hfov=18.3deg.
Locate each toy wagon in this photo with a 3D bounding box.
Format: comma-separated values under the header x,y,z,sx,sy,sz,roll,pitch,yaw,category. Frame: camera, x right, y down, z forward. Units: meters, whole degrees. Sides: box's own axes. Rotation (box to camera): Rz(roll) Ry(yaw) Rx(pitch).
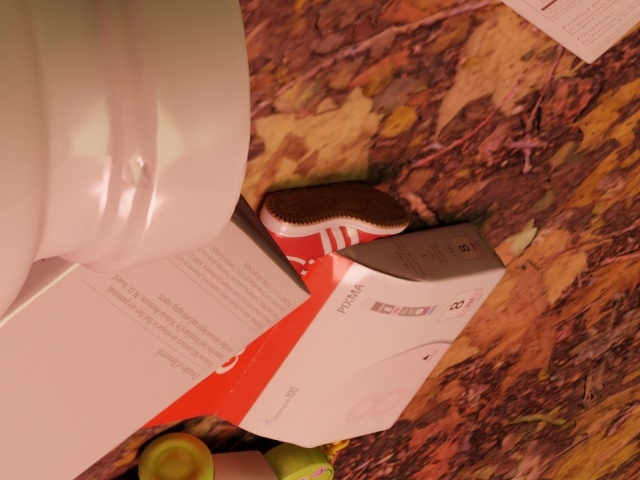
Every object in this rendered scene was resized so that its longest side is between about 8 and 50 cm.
x,y,z,sx,sy,sz,roll,pitch,yaw,category
-0.115,0.241,1.533,0.344,0.068,0.267,-29,153,-15,toy wagon

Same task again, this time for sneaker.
x,y,z,sx,sy,sz,roll,pitch,yaw,category
0.000,0.000,1.300,0.118,0.042,0.067,-2,135,-38,sneaker

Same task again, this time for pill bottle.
x,y,z,sx,sy,sz,roll,pitch,yaw,category
-0.224,-0.047,0.708,0.363,0.210,0.210,-12,146,-26,pill bottle

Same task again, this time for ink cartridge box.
x,y,z,sx,sy,sz,roll,pitch,yaw,category
0.002,0.079,1.424,0.232,0.066,0.189,-14,147,-46,ink cartridge box

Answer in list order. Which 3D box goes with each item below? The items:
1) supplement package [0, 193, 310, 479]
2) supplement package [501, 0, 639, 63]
x,y,z,sx,sy,sz,roll,pitch,yaw,category
-0.188,0.027,0.961,0.293,0.177,0.175,-38,154,3,supplement package
0.101,-0.205,0.970,0.134,0.139,0.244,-42,154,15,supplement package
